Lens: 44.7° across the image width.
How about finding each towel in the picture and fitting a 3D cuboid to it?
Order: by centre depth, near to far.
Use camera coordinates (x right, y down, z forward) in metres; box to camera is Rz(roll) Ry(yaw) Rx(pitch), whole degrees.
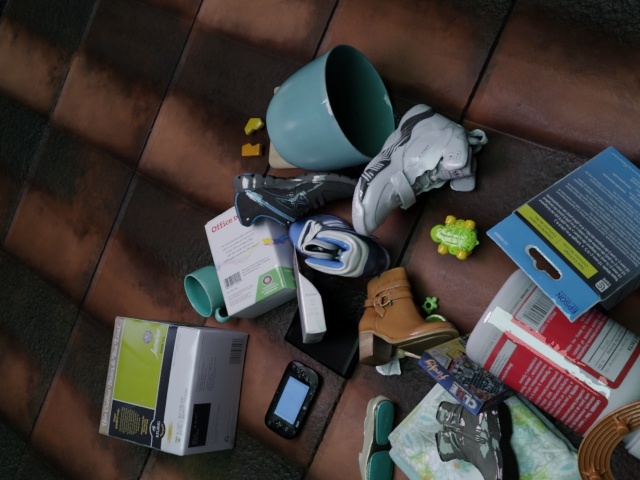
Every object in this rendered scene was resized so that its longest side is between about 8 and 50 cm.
[{"bbox_3d":[0.358,0.477,1.722,0.374,0.090,0.320,45,108,29],"label":"towel"}]

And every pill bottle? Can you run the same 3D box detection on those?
[{"bbox_3d":[0.516,0.250,1.552,0.408,0.229,0.229,35,102,19],"label":"pill bottle"}]

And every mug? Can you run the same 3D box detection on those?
[{"bbox_3d":[-0.301,0.148,2.185,0.129,0.097,0.157,-5,109,53],"label":"mug"}]

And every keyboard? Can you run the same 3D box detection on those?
[{"bbox_3d":[0.142,-0.263,2.017,0.180,0.023,0.108,-42,63,21],"label":"keyboard"}]

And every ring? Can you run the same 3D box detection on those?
[{"bbox_3d":[0.645,0.414,1.417,0.337,0.032,0.336,7,124,10],"label":"ring"}]

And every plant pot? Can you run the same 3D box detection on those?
[{"bbox_3d":[0.009,-0.305,1.935,0.235,0.293,0.293,-17,73,36],"label":"plant pot"}]

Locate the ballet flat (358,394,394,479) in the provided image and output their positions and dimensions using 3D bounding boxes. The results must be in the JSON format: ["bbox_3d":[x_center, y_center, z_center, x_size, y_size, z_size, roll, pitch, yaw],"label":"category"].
[{"bbox_3d":[0.132,0.497,1.879,0.086,0.086,0.248,4,83,33],"label":"ballet flat"}]

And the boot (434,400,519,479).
[{"bbox_3d":[0.329,0.463,1.659,0.161,0.083,0.246,-15,68,35],"label":"boot"}]

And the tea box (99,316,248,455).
[{"bbox_3d":[-0.405,0.392,2.147,0.323,0.220,0.329,5,85,32],"label":"tea box"}]

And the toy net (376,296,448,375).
[{"bbox_3d":[0.208,0.238,1.881,0.232,0.045,0.122,-40,64,21],"label":"toy net"}]

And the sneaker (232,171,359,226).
[{"bbox_3d":[-0.055,-0.106,2.018,0.341,0.125,0.139,-3,89,5],"label":"sneaker"}]

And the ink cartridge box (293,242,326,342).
[{"bbox_3d":[-0.030,0.132,1.929,0.056,0.181,0.224,-5,75,-5],"label":"ink cartridge box"}]

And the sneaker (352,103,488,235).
[{"bbox_3d":[0.234,-0.148,1.829,0.210,0.137,0.366,24,73,31],"label":"sneaker"}]

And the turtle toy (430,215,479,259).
[{"bbox_3d":[0.317,-0.008,1.837,0.130,0.066,0.095,17,92,34],"label":"turtle toy"}]

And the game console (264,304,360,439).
[{"bbox_3d":[-0.030,0.350,2.018,0.213,0.044,0.361,28,98,33],"label":"game console"}]

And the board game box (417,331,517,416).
[{"bbox_3d":[0.344,0.275,1.669,0.165,0.243,0.042,41,123,31],"label":"board game box"}]

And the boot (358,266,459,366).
[{"bbox_3d":[0.205,0.167,1.832,0.283,0.109,0.220,-27,46,45],"label":"boot"}]

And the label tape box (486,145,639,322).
[{"bbox_3d":[0.542,-0.001,1.566,0.348,0.115,0.249,-34,62,-12],"label":"label tape box"}]

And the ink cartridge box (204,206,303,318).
[{"bbox_3d":[-0.178,0.046,2.116,0.201,0.117,0.278,-28,68,26],"label":"ink cartridge box"}]

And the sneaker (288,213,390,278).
[{"bbox_3d":[0.000,0.001,1.938,0.323,0.236,0.130,24,96,33],"label":"sneaker"}]

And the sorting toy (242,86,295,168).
[{"bbox_3d":[-0.083,-0.314,2.165,0.307,0.041,0.229,1,87,33],"label":"sorting toy"}]
